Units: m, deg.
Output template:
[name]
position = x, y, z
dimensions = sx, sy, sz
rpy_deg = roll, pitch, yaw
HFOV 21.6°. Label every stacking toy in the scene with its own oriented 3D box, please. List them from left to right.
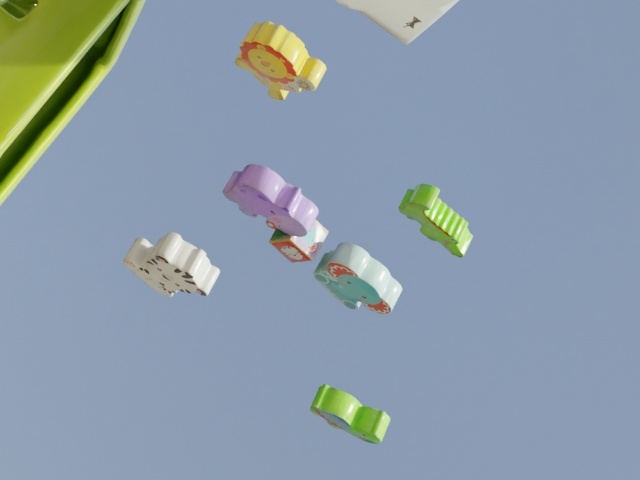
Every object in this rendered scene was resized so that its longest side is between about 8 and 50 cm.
[stacking toy]
position = 0.000, 0.000, 1.015
dimensions = 0.221, 0.167, 0.052
rpy_deg = 41, -28, -29

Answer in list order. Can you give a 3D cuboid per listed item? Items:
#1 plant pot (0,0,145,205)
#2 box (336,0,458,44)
[plant pot]
position = -0.284, -0.163, 1.309
dimensions = 0.207, 0.227, 0.228
rpy_deg = 36, -24, -3
[box]
position = 0.070, -0.304, 1.498
dimensions = 0.182, 0.181, 0.119
rpy_deg = -39, -138, 25
